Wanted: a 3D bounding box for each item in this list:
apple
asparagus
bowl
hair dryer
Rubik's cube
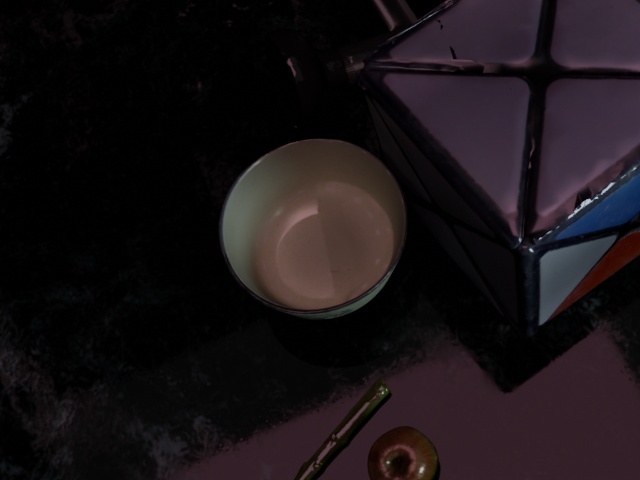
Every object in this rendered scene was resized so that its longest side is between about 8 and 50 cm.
[{"bbox_3d":[0.096,0.259,1.004,0.084,0.071,0.084,-6,68,16],"label":"apple"},{"bbox_3d":[0.000,0.266,1.043,0.024,0.025,0.248,46,77,-20],"label":"asparagus"},{"bbox_3d":[0.000,0.000,1.102,0.237,0.126,0.238,-4,66,9],"label":"bowl"},{"bbox_3d":[0.047,-0.305,1.268,0.320,0.156,0.284,-26,44,-16],"label":"hair dryer"},{"bbox_3d":[0.259,-0.120,1.017,0.305,0.307,0.310,-36,65,-4],"label":"Rubik's cube"}]
